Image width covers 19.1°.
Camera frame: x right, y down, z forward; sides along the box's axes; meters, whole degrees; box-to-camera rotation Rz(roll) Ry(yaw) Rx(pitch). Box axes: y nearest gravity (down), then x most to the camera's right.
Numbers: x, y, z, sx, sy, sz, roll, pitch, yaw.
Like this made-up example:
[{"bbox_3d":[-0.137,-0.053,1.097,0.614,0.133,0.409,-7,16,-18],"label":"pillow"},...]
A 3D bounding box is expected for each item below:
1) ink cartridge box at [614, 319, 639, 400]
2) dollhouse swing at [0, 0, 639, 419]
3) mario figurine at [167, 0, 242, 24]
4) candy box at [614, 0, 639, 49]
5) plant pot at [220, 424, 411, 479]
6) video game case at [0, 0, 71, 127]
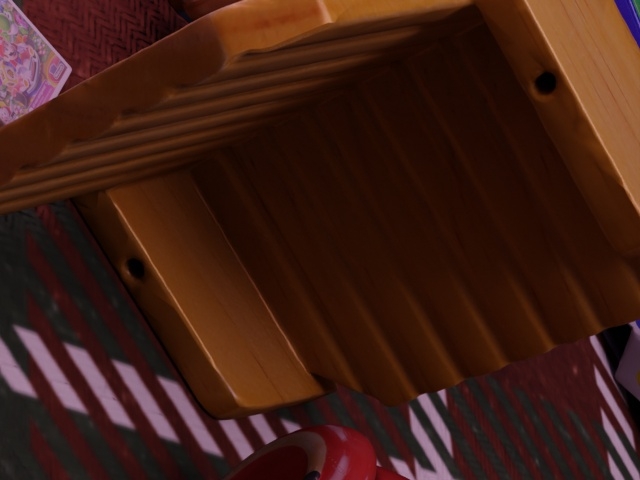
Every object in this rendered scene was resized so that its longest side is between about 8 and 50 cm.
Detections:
[{"bbox_3d":[0.406,0.126,1.839,0.307,0.072,0.303,41,29,18],"label":"ink cartridge box"},{"bbox_3d":[0.000,0.000,1.115,0.315,0.347,0.305,60,33,-11],"label":"dollhouse swing"},{"bbox_3d":[0.030,-0.084,1.364,0.320,0.170,0.198,58,29,-21],"label":"mario figurine"},{"bbox_3d":[0.176,-0.093,1.500,0.122,0.268,0.317,-18,85,-53],"label":"candy box"},{"bbox_3d":[0.009,0.217,1.147,0.174,0.191,0.191,49,36,-16],"label":"plant pot"},{"bbox_3d":[-0.212,-0.126,1.200,0.122,0.011,0.087,50,37,-24],"label":"video game case"}]
